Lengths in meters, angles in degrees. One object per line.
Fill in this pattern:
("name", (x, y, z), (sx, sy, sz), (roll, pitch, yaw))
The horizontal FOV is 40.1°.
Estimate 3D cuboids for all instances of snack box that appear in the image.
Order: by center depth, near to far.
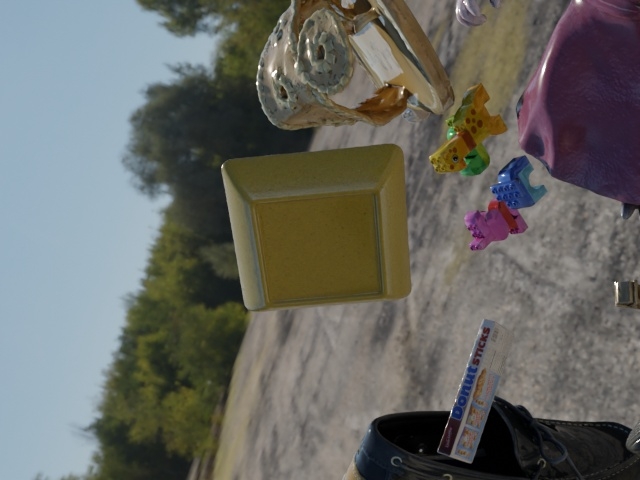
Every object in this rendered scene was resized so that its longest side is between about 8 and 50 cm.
("snack box", (0.201, 0.193, 1.120), (0.064, 0.022, 0.178), (31, -104, -50))

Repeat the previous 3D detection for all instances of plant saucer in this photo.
("plant saucer", (0.000, 0.000, 1.625), (0.081, 0.333, 0.332), (-91, -5, -61))

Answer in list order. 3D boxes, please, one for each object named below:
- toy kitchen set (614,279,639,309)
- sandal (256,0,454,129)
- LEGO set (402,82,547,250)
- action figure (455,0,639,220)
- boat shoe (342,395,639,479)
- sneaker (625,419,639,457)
("toy kitchen set", (0.373, 0.050, 0.964), (0.075, 0.068, 0.083), (115, 161, -70))
("sandal", (0.007, -0.084, 0.450), (0.079, 0.088, 0.240), (-34, 7, 7))
("LEGO set", (0.149, -0.080, 0.907), (0.093, 0.227, 0.087), (-41, 14, -26))
("action figure", (0.266, -0.206, 0.681), (0.275, 0.248, 0.370), (-47, -36, -40))
("boat shoe", (0.277, 0.315, 1.280), (0.187, 0.501, 0.155), (-124, 37, -62))
("sneaker", (0.528, 0.217, 1.110), (0.331, 0.146, 0.122), (-21, -27, -33))
